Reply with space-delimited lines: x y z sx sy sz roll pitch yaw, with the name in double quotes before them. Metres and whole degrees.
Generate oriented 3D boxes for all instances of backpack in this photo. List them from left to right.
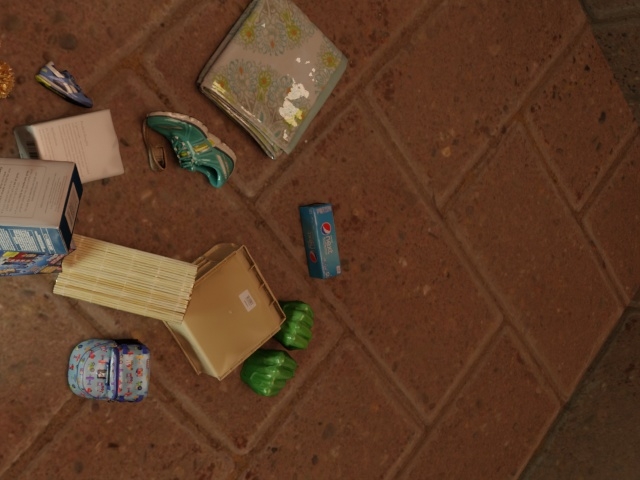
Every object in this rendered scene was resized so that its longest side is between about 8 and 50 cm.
"backpack" -0.510 0.313 1.983 0.173 0.117 0.158 8 89 -33

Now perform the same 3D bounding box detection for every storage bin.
"storage bin" -0.261 0.179 2.146 0.260 0.123 0.262 -40 115 -27

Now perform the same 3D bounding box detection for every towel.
"towel" -0.122 -0.450 2.209 0.320 0.090 0.374 42 70 -32

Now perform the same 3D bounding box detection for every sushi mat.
"sushi mat" -0.461 0.093 1.972 0.317 0.019 0.151 15 83 -8

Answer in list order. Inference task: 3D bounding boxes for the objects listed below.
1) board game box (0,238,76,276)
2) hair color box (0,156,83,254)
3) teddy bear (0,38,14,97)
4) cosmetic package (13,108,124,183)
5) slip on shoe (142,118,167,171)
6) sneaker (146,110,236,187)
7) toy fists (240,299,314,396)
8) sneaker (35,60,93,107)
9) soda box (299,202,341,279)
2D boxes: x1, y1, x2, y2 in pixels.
"board game box" -0.641 0.027 1.838 0.194 0.194 0.060 3 66 -49
"hair color box" -0.682 -0.076 1.688 0.347 0.105 0.173 4 56 -2
"teddy bear" -0.809 -0.348 1.712 0.338 0.113 0.245 -5 95 -35
"cosmetic package" -0.570 -0.206 1.869 0.184 0.151 0.151 -18 105 -33
"slip on shoe" -0.409 -0.237 2.049 0.051 0.041 0.135 -12 101 -34
"sneaker" -0.321 -0.231 2.058 0.275 0.107 0.110 36 64 -36
"toy fists" -0.106 0.295 2.254 0.096 0.142 0.279 36 74 -33
"sneaker" -0.584 -0.358 1.907 0.144 0.053 0.059 35 72 -34
"soda box" 0.000 0.000 2.346 0.067 0.071 0.210 -16 103 -35
